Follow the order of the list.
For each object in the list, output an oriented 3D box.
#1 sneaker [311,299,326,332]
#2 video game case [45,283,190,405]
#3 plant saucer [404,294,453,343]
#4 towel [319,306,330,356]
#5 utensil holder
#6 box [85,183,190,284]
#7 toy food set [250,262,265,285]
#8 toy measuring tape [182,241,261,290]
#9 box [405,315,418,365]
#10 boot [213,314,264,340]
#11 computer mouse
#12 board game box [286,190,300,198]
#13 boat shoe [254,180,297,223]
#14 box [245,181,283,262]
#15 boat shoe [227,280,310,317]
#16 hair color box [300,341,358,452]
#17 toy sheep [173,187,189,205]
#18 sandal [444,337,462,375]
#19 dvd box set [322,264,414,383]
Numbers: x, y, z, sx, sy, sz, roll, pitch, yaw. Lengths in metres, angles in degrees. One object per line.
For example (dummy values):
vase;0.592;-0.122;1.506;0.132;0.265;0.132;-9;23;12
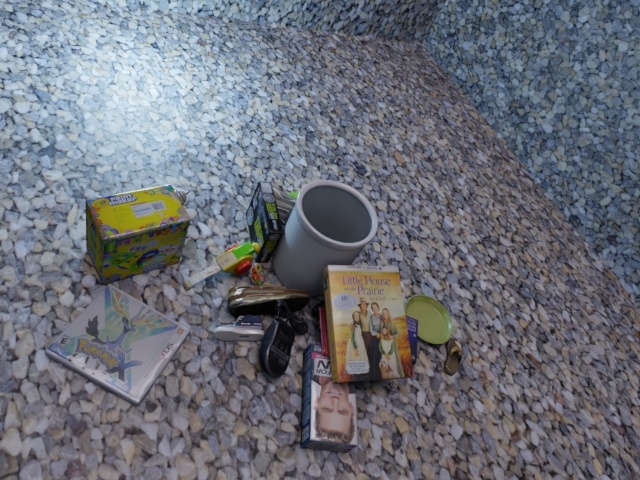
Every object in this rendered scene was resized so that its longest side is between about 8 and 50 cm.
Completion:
sneaker;0.068;0.357;1.820;0.130;0.109;0.286;-24;61;-26
video game case;-0.649;0.330;1.518;0.329;0.036;0.299;30;46;-1
plant saucer;0.473;0.354;2.051;0.241;0.037;0.240;14;49;-17
towel;0.129;0.351;1.744;0.275;0.031;0.198;8;52;-17
utensil holder;0.000;0.000;1.869;0.328;0.385;0.327;14;50;-17
box;-0.650;-0.022;1.640;0.290;0.279;0.177;-18;63;-36
toy food set;-0.251;0.139;1.856;0.082;0.020;0.083;61;31;-26
toy measuring tape;-0.376;0.109;1.815;0.330;0.121;0.121;-32;70;-17
box;0.302;0.404;1.877;0.153;0.108;0.207;21;47;-10
boot;-0.300;0.316;1.690;0.190;0.069;0.086;11;42;-28
computer mouse;-0.153;0.373;1.690;0.188;0.072;0.272;50;43;-30
board game box;-0.049;-0.192;2.244;0.260;0.039;0.124;-17;63;-32
boat shoe;-0.146;-0.138;2.093;0.356;0.130;0.132;29;4;12
box;-0.238;-0.076;1.931;0.060;0.216;0.269;3;53;-26
boat shoe;-0.199;0.211;1.783;0.324;0.122;0.119;0;49;-27
hair color box;0.029;0.545;1.630;0.174;0.105;0.347;13;50;-16
toy sheep;-0.604;-0.174;1.922;0.132;0.091;0.091;-39;76;-23
sandal;0.575;0.491;1.979;0.072;0.049;0.180;29;46;-2
dvd box set;0.173;0.299;1.700;0.308;0.062;0.419;4;69;-22
